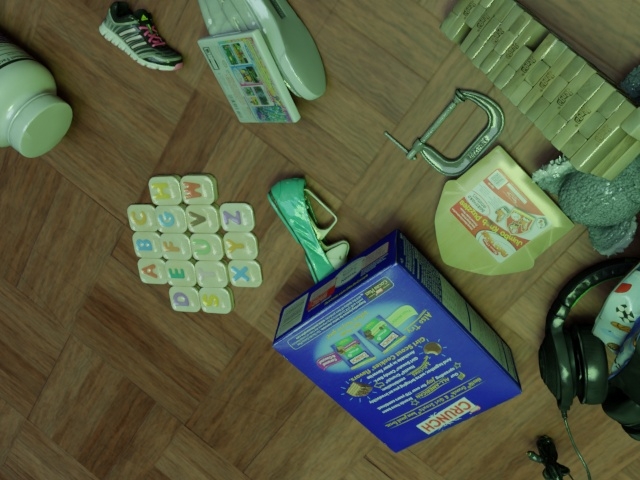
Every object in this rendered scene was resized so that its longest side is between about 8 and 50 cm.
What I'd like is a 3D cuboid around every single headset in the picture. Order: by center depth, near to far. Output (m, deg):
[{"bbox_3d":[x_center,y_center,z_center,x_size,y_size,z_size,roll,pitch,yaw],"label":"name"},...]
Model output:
[{"bbox_3d":[0.451,0.215,0.980,0.243,0.185,0.394,23,100,8],"label":"headset"}]

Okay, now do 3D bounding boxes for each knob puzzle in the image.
[{"bbox_3d":[0.271,-0.028,0.992,0.213,0.030,0.213,7,111,17],"label":"knob puzzle"}]

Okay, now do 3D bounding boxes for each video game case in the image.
[{"bbox_3d":[-0.115,-0.259,0.996,0.143,0.019,0.157,10,138,43],"label":"video game case"}]

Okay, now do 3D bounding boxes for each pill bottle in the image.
[{"bbox_3d":[-0.626,-0.298,1.142,0.323,0.181,0.181,38,117,4],"label":"pill bottle"}]

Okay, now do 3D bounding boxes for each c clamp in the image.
[{"bbox_3d":[0.199,-0.173,0.970,0.137,0.022,0.161,46,118,0],"label":"c clamp"}]

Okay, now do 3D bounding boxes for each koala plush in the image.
[{"bbox_3d":[0.415,-0.092,0.838,0.196,0.203,0.221,47,132,-5],"label":"koala plush"}]

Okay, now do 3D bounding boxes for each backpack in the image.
[{"bbox_3d":[0.491,0.094,0.776,0.263,0.276,0.213,-35,66,-2],"label":"backpack"}]

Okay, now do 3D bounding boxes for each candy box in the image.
[{"bbox_3d":[0.127,0.179,1.032,0.268,0.122,0.317,-36,109,26],"label":"candy box"}]

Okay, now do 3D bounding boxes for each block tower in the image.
[{"bbox_3d":[0.281,-0.213,0.786,0.097,0.091,0.335,-53,49,28],"label":"block tower"}]

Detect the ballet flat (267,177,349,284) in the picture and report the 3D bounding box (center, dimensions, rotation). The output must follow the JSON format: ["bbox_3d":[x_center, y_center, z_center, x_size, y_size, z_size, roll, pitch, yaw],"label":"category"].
[{"bbox_3d":[0.000,0.000,1.078,0.087,0.083,0.247,-26,101,12],"label":"ballet flat"}]

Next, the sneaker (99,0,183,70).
[{"bbox_3d":[-0.306,-0.355,1.067,0.170,0.063,0.074,34,123,11],"label":"sneaker"}]

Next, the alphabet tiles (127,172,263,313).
[{"bbox_3d":[-0.249,0.010,1.205,0.278,0.021,0.284,2,110,20],"label":"alphabet tiles"}]

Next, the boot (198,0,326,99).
[{"bbox_3d":[-0.098,-0.324,0.999,0.123,0.095,0.258,-25,96,39],"label":"boot"}]
